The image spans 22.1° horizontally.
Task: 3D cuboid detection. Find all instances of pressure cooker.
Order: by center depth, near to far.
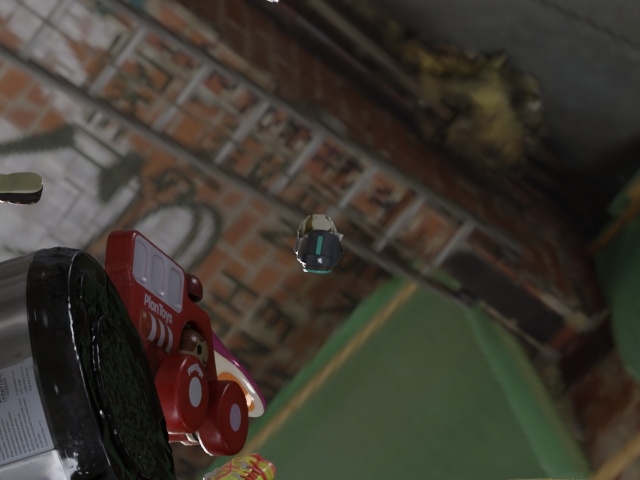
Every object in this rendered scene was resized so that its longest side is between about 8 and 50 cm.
[{"bbox_3d":[-0.400,0.221,1.768,0.421,0.375,0.369,-18,-138,4],"label":"pressure cooker"}]

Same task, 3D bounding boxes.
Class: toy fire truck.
[{"bbox_3d":[-0.204,0.145,2.147,0.169,0.302,0.253,-3,-111,21],"label":"toy fire truck"}]

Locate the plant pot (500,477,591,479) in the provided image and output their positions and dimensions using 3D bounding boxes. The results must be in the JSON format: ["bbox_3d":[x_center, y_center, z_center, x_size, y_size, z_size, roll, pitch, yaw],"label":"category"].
[{"bbox_3d":[0.293,0.473,2.049,0.275,0.275,0.293,-28,-127,52],"label":"plant pot"}]

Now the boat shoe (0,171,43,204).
[{"bbox_3d":[-0.462,-0.076,2.331,0.042,0.133,0.049,107,-15,-50],"label":"boat shoe"}]

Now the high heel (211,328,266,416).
[{"bbox_3d":[-0.171,0.185,2.667,0.082,0.244,0.117,-54,176,26],"label":"high heel"}]

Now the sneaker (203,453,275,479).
[{"bbox_3d":[-0.102,0.324,2.168,0.094,0.081,0.208,-32,-170,-1],"label":"sneaker"}]

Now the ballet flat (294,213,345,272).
[{"bbox_3d":[0.000,0.000,2.217,0.074,0.074,0.203,-52,-176,4],"label":"ballet flat"}]
